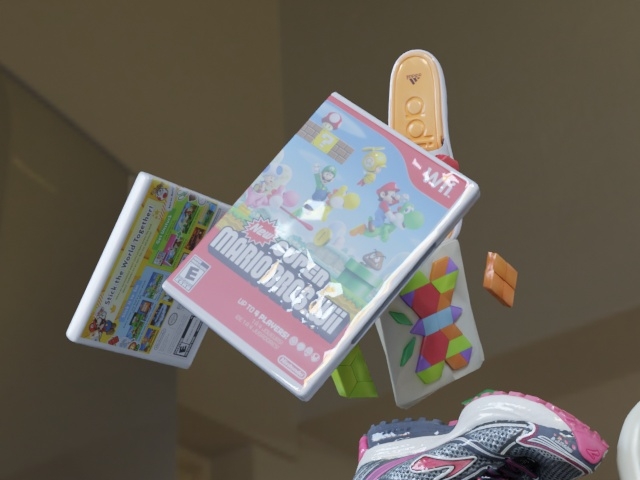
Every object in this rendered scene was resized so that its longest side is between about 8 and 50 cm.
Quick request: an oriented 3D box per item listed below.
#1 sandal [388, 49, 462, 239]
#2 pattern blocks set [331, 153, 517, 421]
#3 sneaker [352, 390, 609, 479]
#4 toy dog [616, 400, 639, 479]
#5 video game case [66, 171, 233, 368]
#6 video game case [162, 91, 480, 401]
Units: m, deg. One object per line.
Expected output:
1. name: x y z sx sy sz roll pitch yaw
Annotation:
1. sandal: 0.116 -0.118 1.699 0.102 0.265 0.076 -9 -7 25
2. pattern blocks set: 0.128 0.095 1.565 0.026 0.285 0.325 11 -47 55
3. sneaker: 0.149 0.232 1.278 0.121 0.112 0.299 39 -40 -24
4. toy dog: 0.507 0.170 1.160 0.395 0.408 0.284 28 -8 45
5. video game case: -0.199 0.044 1.694 0.026 0.227 0.206 29 5 41
6. video game case: 0.000 0.000 1.374 0.204 0.285 0.025 35 -13 25
